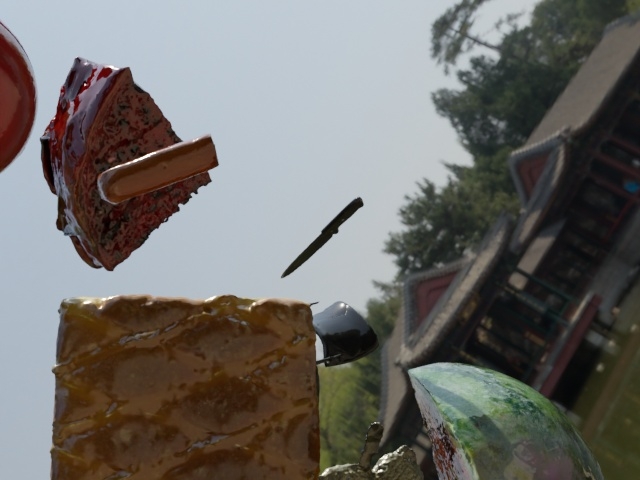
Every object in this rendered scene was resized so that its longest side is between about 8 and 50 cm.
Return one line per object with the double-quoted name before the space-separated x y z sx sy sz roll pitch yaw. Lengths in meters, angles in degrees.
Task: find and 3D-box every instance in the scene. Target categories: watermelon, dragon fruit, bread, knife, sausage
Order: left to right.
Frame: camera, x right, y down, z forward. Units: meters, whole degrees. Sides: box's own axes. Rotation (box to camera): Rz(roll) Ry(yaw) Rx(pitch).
"dragon fruit" -0.310 -0.120 1.227 0.240 0.330 0.303 18 -79 -29
"sausage" -0.170 -0.074 0.837 0.131 0.039 0.041 -22 16 -9
"bread" -0.145 0.206 0.861 0.207 0.278 0.279 133 140 -71
"knife" 0.000 0.000 0.990 0.023 0.010 0.170 13 -44 -39
"watermelon" 0.204 0.240 0.865 0.176 0.255 0.260 -64 10 -8

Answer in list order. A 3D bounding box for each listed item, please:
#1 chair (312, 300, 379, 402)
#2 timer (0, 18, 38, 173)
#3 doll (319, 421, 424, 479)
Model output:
"chair" -0.037 0.191 1.174 0.221 0.140 0.145 -17 -54 -27
"timer" -0.717 -0.268 1.467 0.377 0.279 0.378 -12 -57 -20
"doll" 0.035 0.404 1.277 0.285 0.203 0.091 -23 14 -23
